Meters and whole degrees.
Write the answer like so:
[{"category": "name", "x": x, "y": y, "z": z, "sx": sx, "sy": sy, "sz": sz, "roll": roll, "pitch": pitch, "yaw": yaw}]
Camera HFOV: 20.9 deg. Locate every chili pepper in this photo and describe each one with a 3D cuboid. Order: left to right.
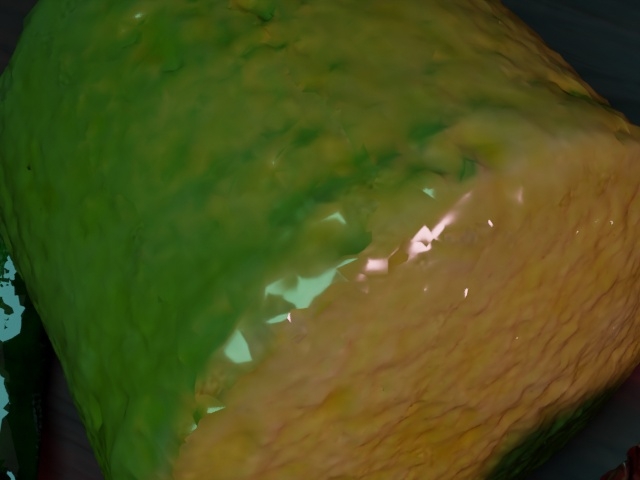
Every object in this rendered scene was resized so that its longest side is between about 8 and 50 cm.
[{"category": "chili pepper", "x": -0.221, "y": 0.095, "z": 1.156, "sx": 0.098, "sy": 0.061, "sz": 0.224, "roll": 6, "pitch": 85, "yaw": 19}]

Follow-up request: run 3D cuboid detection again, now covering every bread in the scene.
[{"category": "bread", "x": 0.000, "y": 0.000, "z": 0.942, "sx": 0.348, "sy": 0.348, "sz": 0.308, "roll": -43, "pitch": 57, "yaw": 12}]

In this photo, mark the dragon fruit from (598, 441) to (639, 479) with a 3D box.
[{"category": "dragon fruit", "x": 0.210, "y": 0.180, "z": 0.892, "sx": 0.172, "sy": 0.209, "sz": 0.172, "roll": -2, "pitch": 65, "yaw": 4}]
